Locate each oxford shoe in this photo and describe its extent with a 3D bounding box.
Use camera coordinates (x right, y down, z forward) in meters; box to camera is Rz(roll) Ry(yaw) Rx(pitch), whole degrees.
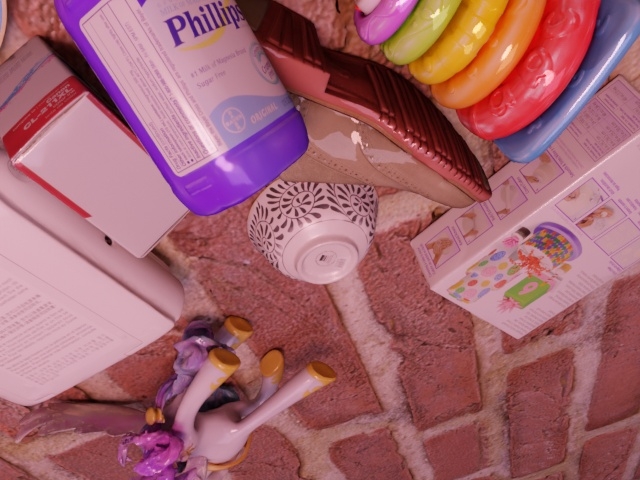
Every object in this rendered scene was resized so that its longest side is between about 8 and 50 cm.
[{"bbox_3d":[0.022,-0.108,0.593,0.348,0.123,0.130,26,126,-25],"label":"oxford shoe"}]

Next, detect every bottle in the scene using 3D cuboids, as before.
[{"bbox_3d":[-0.116,-0.160,0.411,0.092,0.118,0.283,-20,107,34],"label":"bottle"}]

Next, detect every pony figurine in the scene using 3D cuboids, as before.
[{"bbox_3d":[-0.198,0.283,0.843,0.350,0.303,0.364,19,112,-44],"label":"pony figurine"}]

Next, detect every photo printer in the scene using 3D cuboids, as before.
[{"bbox_3d":[-0.338,0.042,0.628,0.255,0.107,0.307,-29,136,12],"label":"photo printer"}]

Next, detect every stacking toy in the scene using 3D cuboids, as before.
[{"bbox_3d":[0.092,-0.204,0.501,0.301,0.175,0.166,21,124,-20],"label":"stacking toy"}]

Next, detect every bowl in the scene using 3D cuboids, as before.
[{"bbox_3d":[0.000,0.000,0.717,0.169,0.080,0.170,-9,138,-8],"label":"bowl"}]

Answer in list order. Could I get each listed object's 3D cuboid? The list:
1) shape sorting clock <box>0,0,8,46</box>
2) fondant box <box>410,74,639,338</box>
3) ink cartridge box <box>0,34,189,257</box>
[{"bbox_3d":[-0.342,-0.192,0.431,0.206,0.040,0.206,-10,137,-9],"label":"shape sorting clock"},{"bbox_3d":[0.322,-0.021,0.790,0.330,0.096,0.238,-42,132,23],"label":"fondant box"},{"bbox_3d":[-0.194,-0.082,0.490,0.072,0.175,0.127,-45,135,-3],"label":"ink cartridge box"}]
